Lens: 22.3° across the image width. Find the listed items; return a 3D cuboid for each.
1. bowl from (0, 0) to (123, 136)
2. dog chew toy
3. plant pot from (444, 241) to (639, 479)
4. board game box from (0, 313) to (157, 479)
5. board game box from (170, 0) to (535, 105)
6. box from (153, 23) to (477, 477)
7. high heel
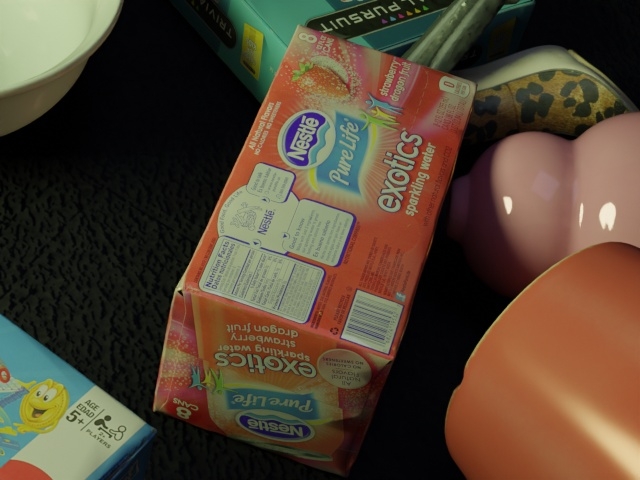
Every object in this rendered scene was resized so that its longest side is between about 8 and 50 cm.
[{"bbox_3d":[-0.305,-0.169,1.255,0.298,0.134,0.297,9,47,-10],"label":"bowl"},{"bbox_3d":[0.262,-0.008,1.238,0.332,0.206,0.206,6,47,-1],"label":"dog chew toy"},{"bbox_3d":[0.230,0.145,1.054,0.275,0.275,0.243,-24,50,-33],"label":"plant pot"},{"bbox_3d":[-0.250,0.127,0.882,0.308,0.302,0.086,35,48,15],"label":"board game box"},{"bbox_3d":[-0.014,-0.258,1.460,0.254,0.079,0.336,-22,58,-32],"label":"board game box"},{"bbox_3d":[0.000,0.000,1.183,0.154,0.142,0.300,19,46,1],"label":"box"},{"bbox_3d":[0.161,-0.085,1.379,0.261,0.186,0.093,37,10,-24],"label":"high heel"}]
